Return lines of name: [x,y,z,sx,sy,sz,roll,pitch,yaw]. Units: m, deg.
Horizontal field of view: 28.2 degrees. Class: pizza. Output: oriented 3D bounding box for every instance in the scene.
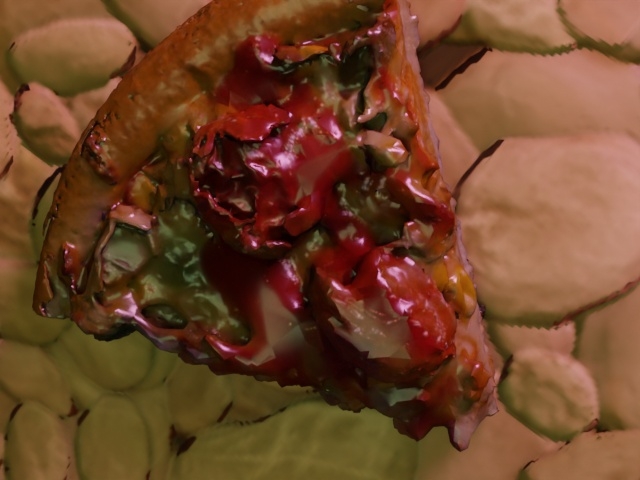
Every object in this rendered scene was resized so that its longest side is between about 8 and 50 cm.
pizza: [0.000,0.000,0.471,0.193,0.053,0.201,37,109,-1]
